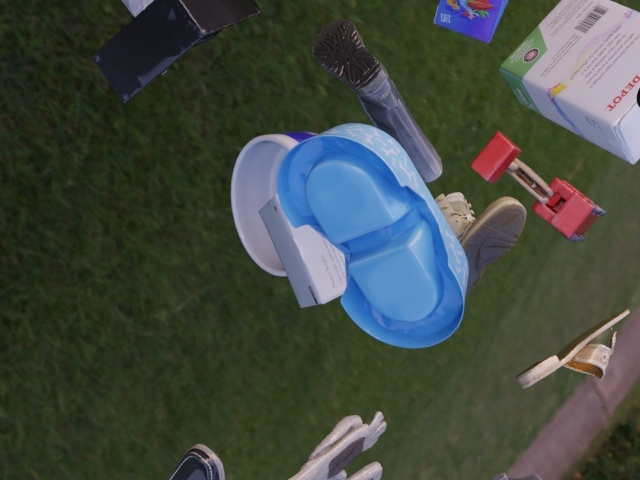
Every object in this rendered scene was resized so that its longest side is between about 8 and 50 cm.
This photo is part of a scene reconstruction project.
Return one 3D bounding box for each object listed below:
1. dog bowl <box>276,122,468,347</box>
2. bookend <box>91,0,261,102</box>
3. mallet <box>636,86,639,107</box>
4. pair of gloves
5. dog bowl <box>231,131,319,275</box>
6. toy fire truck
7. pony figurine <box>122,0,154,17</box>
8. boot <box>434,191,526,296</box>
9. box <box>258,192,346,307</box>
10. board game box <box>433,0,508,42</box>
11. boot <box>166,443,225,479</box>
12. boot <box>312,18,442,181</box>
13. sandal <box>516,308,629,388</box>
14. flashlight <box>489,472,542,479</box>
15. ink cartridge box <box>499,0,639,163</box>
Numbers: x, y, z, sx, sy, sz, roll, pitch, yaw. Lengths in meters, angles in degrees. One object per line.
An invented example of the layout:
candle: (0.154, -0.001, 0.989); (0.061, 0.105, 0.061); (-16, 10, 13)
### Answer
dog bowl: (0.072, -0.011, 1.275); (0.297, 0.165, 0.074); (57, 39, -16)
bookend: (-0.182, -0.263, 1.349); (0.157, 0.072, 0.156); (-32, -174, 31)
mallet: (0.477, -0.148, 1.300); (0.039, 0.189, 0.062); (-63, 161, 4)
pair of gloves: (-0.001, 0.320, 1.372); (0.204, 0.042, 0.240); (-35, 150, -24)
dog bowl: (-0.053, -0.071, 1.990); (0.104, 0.265, 0.265); (-12, 131, -39)
toy fire truck: (0.243, -0.057, 1.169); (0.047, 0.135, 0.192); (-52, 166, 12)
pony figurine: (-0.285, -0.534, 1.513); (0.303, 0.351, 0.363); (-49, 143, 11)
boot: (0.237, -0.027, 1.687); (0.077, 0.165, 0.213); (17, 129, -22)
box: (0.000, 0.000, 1.658); (0.119, 0.181, 0.182); (-23, 179, -13)
board game box: (0.255, -0.455, 1.353); (0.233, 0.078, 0.347); (101, 13, -53)
boot: (-0.236, 0.420, 1.538); (0.178, 0.085, 0.236); (-28, 149, -57)
boot: (0.084, -0.195, 1.486); (0.076, 0.190, 0.208); (-38, 136, 11)
sandal: (0.443, 0.206, 1.787); (0.240, 0.079, 0.088); (-28, 172, -20)
flashlight: (0.220, 0.365, 1.184); (0.304, 0.103, 0.103); (62, 30, -50)
ink cartridge box: (0.473, -0.279, 1.768); (0.201, 0.278, 0.117); (-47, 135, -3)
